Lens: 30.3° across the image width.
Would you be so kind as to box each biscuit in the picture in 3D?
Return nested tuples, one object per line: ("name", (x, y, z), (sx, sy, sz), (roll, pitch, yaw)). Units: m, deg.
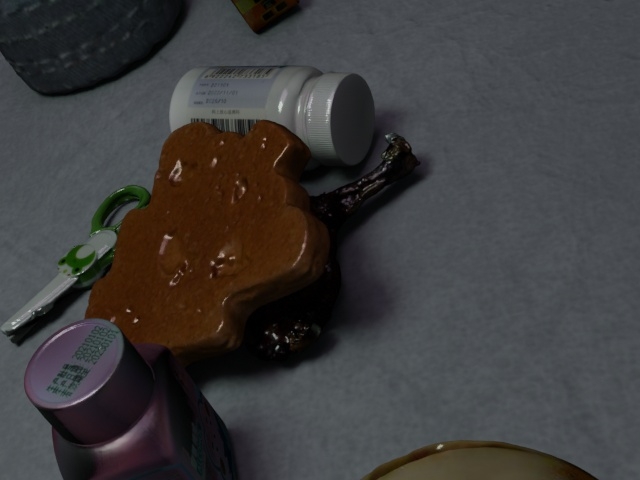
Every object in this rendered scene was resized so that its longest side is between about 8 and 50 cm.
("biscuit", (-0.118, 0.025, 1.048), (0.306, 0.043, 0.284), (-51, 40, 6))

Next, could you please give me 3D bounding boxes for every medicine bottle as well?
("medicine bottle", (-0.048, -0.120, 1.160), (0.186, 0.103, 0.103), (4, 51, 31))
("medicine bottle", (-0.139, 0.144, 0.885), (0.094, 0.188, 0.119), (-21, 43, 8))

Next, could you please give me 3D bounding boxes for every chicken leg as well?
("chicken leg", (0.000, 0.000, 1.055), (0.106, 0.051, 0.253), (12, 58, 34))

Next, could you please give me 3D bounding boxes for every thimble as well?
("thimble", (-0.299, -0.305, 1.423), (0.236, 0.172, 0.205), (-26, 39, 6))

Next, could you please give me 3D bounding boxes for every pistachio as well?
("pistachio", (0.089, 0.199, 0.753), (0.215, 0.144, 0.144), (-10, 45, 15))

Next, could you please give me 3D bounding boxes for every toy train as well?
("toy train", (-0.093, -0.317, 1.380), (0.072, 0.099, 0.188), (-32, 43, 0))

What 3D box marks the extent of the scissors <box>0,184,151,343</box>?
("scissors", (-0.235, 0.024, 1.173), (0.204, 0.027, 0.101), (-43, 43, -18))
